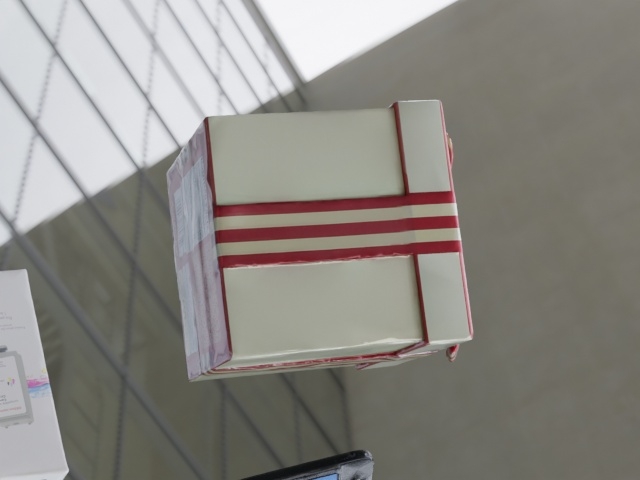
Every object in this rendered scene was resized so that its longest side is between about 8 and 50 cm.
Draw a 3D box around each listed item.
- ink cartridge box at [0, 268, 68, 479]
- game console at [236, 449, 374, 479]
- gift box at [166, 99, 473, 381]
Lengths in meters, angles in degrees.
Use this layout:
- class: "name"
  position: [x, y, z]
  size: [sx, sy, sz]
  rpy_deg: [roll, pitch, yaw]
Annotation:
- class: "ink cartridge box"
  position: [-0.233, 0.134, 1.040]
  size: [0.115, 0.067, 0.198]
  rpy_deg: [-53, -133, 53]
- class: "game console"
  position: [-0.015, 0.206, 0.965]
  size: [0.122, 0.107, 0.071]
  rpy_deg: [-12, -131, -15]
- class: "gift box"
  position: [0.000, 0.000, 1.400]
  size: [0.258, 0.255, 0.276]
  rpy_deg: [-4, 175, -15]
